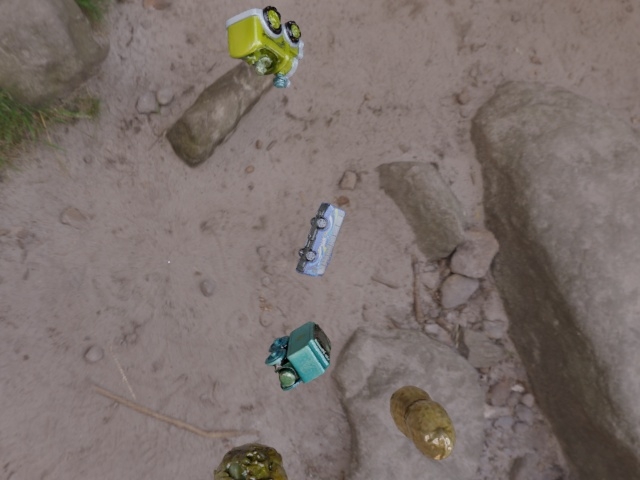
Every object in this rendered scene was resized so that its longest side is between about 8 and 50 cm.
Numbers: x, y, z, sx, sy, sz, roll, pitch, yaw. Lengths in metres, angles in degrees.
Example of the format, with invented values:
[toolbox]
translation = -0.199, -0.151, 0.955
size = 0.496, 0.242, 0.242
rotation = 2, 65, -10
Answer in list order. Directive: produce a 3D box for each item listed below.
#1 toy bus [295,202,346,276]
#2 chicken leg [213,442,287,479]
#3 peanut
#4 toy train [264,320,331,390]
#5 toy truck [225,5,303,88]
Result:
[toy bus]
translation = 0.000, 0.000, 1.130
size = 0.061, 0.051, 0.153
rotation = 19, 90, -24
[chicken leg]
translation = -0.179, 0.562, 1.206
size = 0.152, 0.429, 0.202
rotation = 16, 53, -11
[peanut]
translation = 0.176, 0.316, 0.964
size = 0.089, 0.193, 0.089
rotation = -1, 95, -9
[toy train]
translation = -0.053, 0.289, 1.400
size = 0.154, 0.198, 0.107
rotation = -30, 101, 8
[toy truck]
translation = -0.068, -0.243, 0.716
size = 0.111, 0.076, 0.077
rotation = 13, 70, -55
